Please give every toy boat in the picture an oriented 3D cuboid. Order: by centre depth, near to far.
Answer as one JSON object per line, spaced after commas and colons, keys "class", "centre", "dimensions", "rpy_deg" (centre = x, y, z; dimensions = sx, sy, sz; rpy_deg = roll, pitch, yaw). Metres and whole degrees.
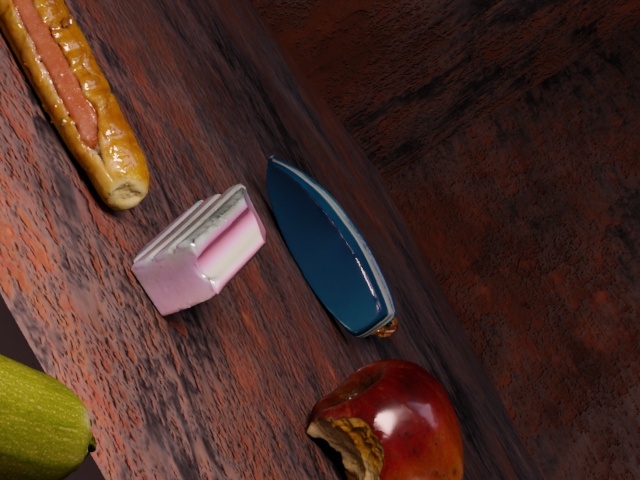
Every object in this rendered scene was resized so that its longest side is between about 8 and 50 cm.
{"class": "toy boat", "centre": [0.000, 0.000, 1.805], "dimensions": [0.299, 0.096, 0.061], "rpy_deg": [58, 17, 12]}

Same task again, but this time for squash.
{"class": "squash", "centre": [-0.179, 0.068, 0.577], "dimensions": [0.258, 0.069, 0.069], "rpy_deg": [42, 17, -52]}

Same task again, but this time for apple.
{"class": "apple", "centre": [0.079, 0.211, 1.325], "dimensions": [0.158, 0.147, 0.156], "rpy_deg": [58, -13, -7]}

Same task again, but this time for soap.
{"class": "soap", "centre": [-0.104, 0.006, 1.127], "dimensions": [0.056, 0.100, 0.149], "rpy_deg": [62, 32, -14]}

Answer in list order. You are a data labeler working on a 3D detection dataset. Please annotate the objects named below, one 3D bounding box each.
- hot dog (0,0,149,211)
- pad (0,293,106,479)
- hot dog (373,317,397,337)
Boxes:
{"class": "hot dog", "centre": [-0.230, -0.153, 1.136], "dimensions": [0.286, 0.061, 0.088], "rpy_deg": [61, -3, 9]}
{"class": "pad", "centre": [-0.164, 0.119, 0.701], "dimensions": [0.267, 0.004, 0.181], "rpy_deg": [59, 9, 9]}
{"class": "hot dog", "centre": [0.078, 0.096, 2.024], "dimensions": [0.072, 0.055, 0.188], "rpy_deg": [50, 11, -28]}
